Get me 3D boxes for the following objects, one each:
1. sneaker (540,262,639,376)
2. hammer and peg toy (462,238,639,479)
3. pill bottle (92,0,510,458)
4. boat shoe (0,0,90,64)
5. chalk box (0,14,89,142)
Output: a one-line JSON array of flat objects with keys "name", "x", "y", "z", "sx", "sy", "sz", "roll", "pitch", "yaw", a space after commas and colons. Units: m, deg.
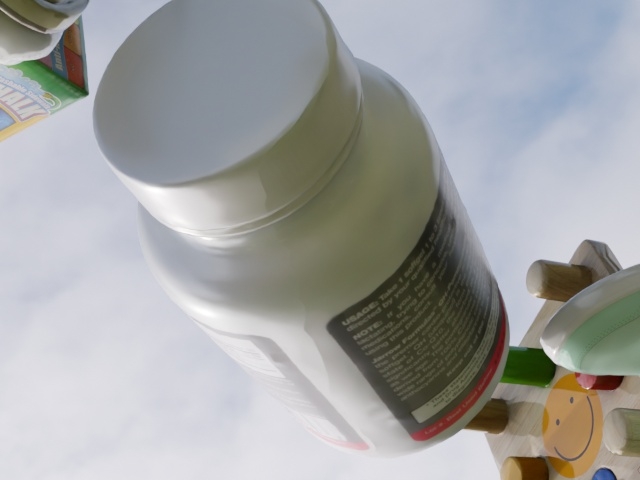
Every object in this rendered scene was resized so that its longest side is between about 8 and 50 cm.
[{"name": "sneaker", "x": 0.280, "y": 0.091, "z": 0.635, "sx": 0.256, "sy": 0.151, "sz": 0.094, "roll": -2, "pitch": -40, "yaw": -8}, {"name": "hammer and peg toy", "x": 0.254, "y": 0.131, "z": 0.860, "sx": 0.127, "sy": 0.266, "sz": 0.361, "roll": 9, "pitch": -53, "yaw": -19}, {"name": "pill bottle", "x": 0.000, "y": 0.000, "z": 0.597, "sx": 0.176, "sy": 0.176, "sz": 0.318, "roll": -57, "pitch": -34, "yaw": -16}, {"name": "boat shoe", "x": -0.220, "y": -0.175, "z": 0.558, "sx": 0.103, "sy": 0.302, "sz": 0.113, "roll": -43, "pitch": -43, "yaw": 9}, {"name": "chalk box", "x": -0.353, "y": -0.218, "z": 0.985, "sx": 0.179, "sy": 0.289, "sz": 0.180, "roll": 33, "pitch": -139, "yaw": -55}]
